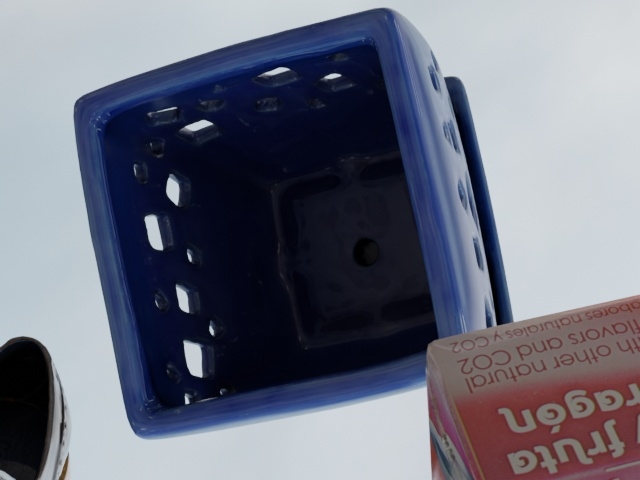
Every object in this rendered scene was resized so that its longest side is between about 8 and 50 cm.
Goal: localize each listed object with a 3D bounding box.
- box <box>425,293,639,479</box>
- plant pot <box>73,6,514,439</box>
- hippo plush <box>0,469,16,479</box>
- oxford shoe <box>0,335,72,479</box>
[{"bbox_3d":[0.184,0.086,0.399,0.300,0.154,0.142,-12,-139,-7],"label":"box"},{"bbox_3d":[0.000,0.000,1.238,0.236,0.212,0.236,-14,-100,20],"label":"plant pot"},{"bbox_3d":[-0.242,0.187,0.912,0.234,0.294,0.236,-65,-172,-1],"label":"hippo plush"},{"bbox_3d":[-0.246,0.206,1.134,0.363,0.130,0.133,-74,180,-47],"label":"oxford shoe"}]
